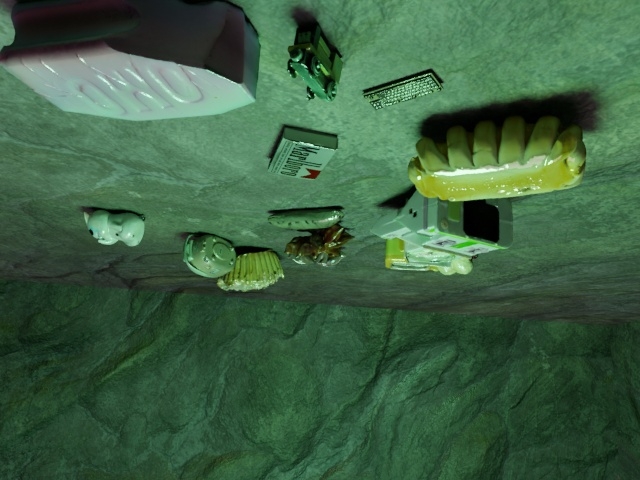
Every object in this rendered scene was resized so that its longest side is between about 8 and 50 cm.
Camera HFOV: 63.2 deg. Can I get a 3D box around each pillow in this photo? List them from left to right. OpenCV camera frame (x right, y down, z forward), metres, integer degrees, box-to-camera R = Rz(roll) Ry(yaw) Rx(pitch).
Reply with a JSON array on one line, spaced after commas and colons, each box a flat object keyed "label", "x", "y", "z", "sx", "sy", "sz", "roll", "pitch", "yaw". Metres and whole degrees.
[{"label": "pillow", "x": -0.035, "y": -0.059, "z": 1.538, "sx": 0.241, "sy": 0.051, "sz": 0.093, "roll": -5, "pitch": 162, "yaw": 23}]

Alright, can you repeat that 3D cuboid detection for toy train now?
[{"label": "toy train", "x": -0.006, "y": -0.255, "z": 0.761, "sx": 0.050, "sy": 0.081, "sz": 0.122, "roll": 7, "pitch": 166, "yaw": 26}]

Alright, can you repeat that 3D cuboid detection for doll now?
[{"label": "doll", "x": -0.662, "y": -0.042, "z": 1.675, "sx": 0.181, "sy": 0.106, "sz": 0.110, "roll": 4, "pitch": 157, "yaw": -2}]

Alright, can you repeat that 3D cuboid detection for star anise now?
[{"label": "star anise", "x": -0.011, "y": 0.056, "z": 1.911, "sx": 0.213, "sy": 0.073, "sz": 0.197, "roll": 5, "pitch": 168, "yaw": -13}, {"label": "star anise", "x": 0.002, "y": 0.003, "z": 1.649, "sx": 0.213, "sy": 0.110, "sz": 0.196, "roll": 1, "pitch": 172, "yaw": -19}]

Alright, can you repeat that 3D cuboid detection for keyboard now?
[{"label": "keyboard", "x": 0.135, "y": -0.248, "z": 0.868, "sx": 0.130, "sy": 0.015, "sz": 0.049, "roll": -7, "pitch": 161, "yaw": 36}]

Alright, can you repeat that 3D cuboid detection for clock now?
[{"label": "clock", "x": 0.320, "y": 0.046, "z": 1.745, "sx": 0.203, "sy": 0.096, "sz": 0.143, "roll": 3, "pitch": 168, "yaw": 9}, {"label": "clock", "x": 0.295, "y": -0.028, "z": 1.342, "sx": 0.235, "sy": 0.165, "sz": 0.310, "roll": 12, "pitch": 164, "yaw": -25}]

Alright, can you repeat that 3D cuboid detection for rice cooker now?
[{"label": "rice cooker", "x": -0.400, "y": 0.054, "z": 1.889, "sx": 0.127, "sy": 0.145, "sz": 0.206, "roll": -19, "pitch": 150, "yaw": 30}]

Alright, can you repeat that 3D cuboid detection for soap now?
[{"label": "soap", "x": -0.258, "y": -0.262, "z": 0.759, "sx": 0.324, "sy": 0.109, "sz": 0.193, "roll": -1, "pitch": 164, "yaw": 16}]

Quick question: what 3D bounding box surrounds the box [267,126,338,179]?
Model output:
[{"label": "box", "x": -0.041, "y": -0.183, "z": 1.116, "sx": 0.115, "sy": 0.035, "sz": 0.177, "roll": 8, "pitch": 164, "yaw": -14}]

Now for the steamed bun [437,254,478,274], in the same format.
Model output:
[{"label": "steamed bun", "x": 0.395, "y": 0.024, "z": 1.524, "sx": 0.172, "sy": 0.155, "sz": 0.141, "roll": -3, "pitch": 164, "yaw": 27}]

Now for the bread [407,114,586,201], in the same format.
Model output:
[{"label": "bread", "x": 0.317, "y": -0.154, "z": 0.961, "sx": 0.312, "sy": 0.121, "sz": 0.173, "roll": -3, "pitch": 160, "yaw": 24}]

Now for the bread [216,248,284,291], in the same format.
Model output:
[{"label": "bread", "x": -0.278, "y": 0.126, "z": 2.061, "sx": 0.275, "sy": 0.149, "sz": 0.274, "roll": -7, "pitch": 172, "yaw": -1}]
